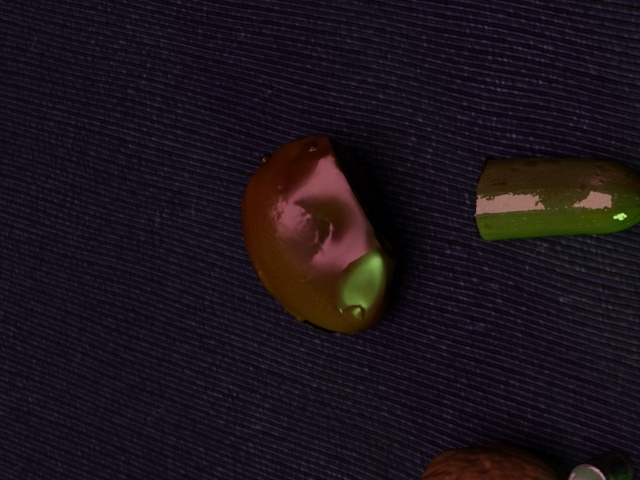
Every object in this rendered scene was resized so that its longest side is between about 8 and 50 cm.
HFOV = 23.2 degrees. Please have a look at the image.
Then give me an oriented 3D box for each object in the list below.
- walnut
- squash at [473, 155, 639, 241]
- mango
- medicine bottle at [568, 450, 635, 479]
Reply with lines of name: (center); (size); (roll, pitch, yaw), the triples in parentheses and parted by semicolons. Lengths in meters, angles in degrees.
walnut: (0.198, 0.292, 1.697); (0.184, 0.155, 0.155); (1, 95, 33)
squash: (0.265, -0.046, 1.663); (0.188, 0.095, 0.095); (0, 94, 27)
mango: (0.000, 0.000, 1.800); (0.166, 0.136, 0.236); (-26, 93, 19)
medicine bottle: (0.300, 0.254, 1.665); (0.047, 0.083, 0.047); (3, 95, 31)
